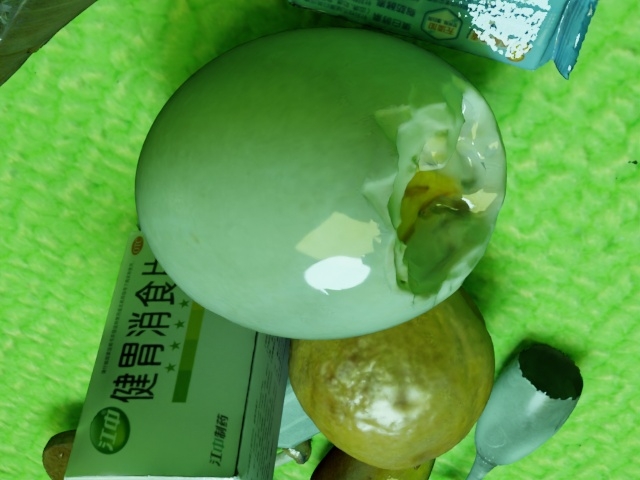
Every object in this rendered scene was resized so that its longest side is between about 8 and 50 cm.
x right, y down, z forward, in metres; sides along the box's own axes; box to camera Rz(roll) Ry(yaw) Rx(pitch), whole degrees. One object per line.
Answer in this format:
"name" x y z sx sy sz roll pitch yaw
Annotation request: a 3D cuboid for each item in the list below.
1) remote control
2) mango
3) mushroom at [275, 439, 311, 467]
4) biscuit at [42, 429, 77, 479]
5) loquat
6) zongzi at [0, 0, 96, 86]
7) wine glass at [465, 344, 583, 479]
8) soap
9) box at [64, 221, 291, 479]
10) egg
"remote control" -0.004 0.188 1.401 0.104 0.052 0.247 40 126 -24
"mango" 0.071 0.294 1.427 0.111 0.133 0.267 18 137 -23
"mushroom" -0.151 0.300 1.551 0.306 0.043 0.068 -9 112 22
"biscuit" -0.180 0.369 1.561 0.432 0.064 0.283 32 134 -12
"loquat" 0.074 0.127 1.217 0.238 0.193 0.238 0 115 0
"zongzi" -0.215 -0.233 1.009 0.300 0.145 0.274 0 150 -17
"wine glass" 0.280 0.255 1.414 0.264 0.096 0.309 -1 134 -32
"soap" 0.094 -0.245 0.946 0.293 0.077 0.156 16 135 -2
"box" -0.133 0.141 1.191 0.173 0.332 0.145 -1 140 10
"egg" -0.016 -0.051 1.018 0.336 0.278 0.278 5 139 40
